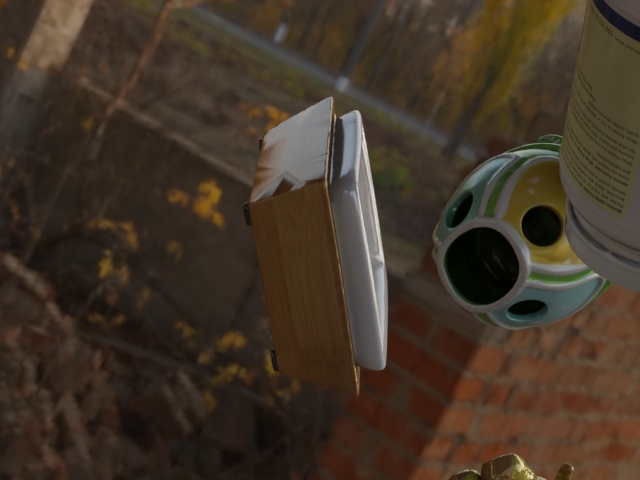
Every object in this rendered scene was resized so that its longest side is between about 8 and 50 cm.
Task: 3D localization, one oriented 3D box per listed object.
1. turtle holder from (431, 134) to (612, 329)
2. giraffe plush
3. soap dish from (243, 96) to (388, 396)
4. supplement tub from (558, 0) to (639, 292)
[{"bbox_3d":[0.294,-0.002,1.892,0.320,0.243,0.227,-7,11,39],"label":"turtle holder"},{"bbox_3d":[0.264,0.403,1.927,0.210,0.181,0.170,9,53,-31],"label":"giraffe plush"},{"bbox_3d":[0.000,0.000,1.504,0.118,0.228,0.291,-8,21,5],"label":"soap dish"},{"bbox_3d":[0.357,-0.129,1.377,0.236,0.324,0.235,2,38,-2],"label":"supplement tub"}]
